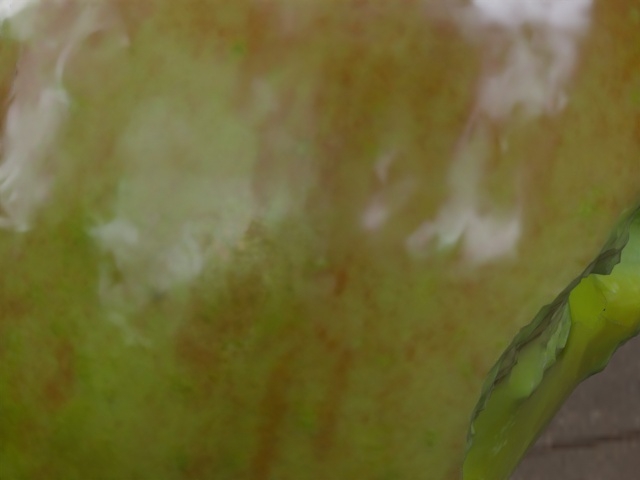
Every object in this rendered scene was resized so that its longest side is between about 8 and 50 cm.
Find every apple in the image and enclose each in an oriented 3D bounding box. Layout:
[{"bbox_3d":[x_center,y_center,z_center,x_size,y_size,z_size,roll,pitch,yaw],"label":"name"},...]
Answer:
[{"bbox_3d":[0.000,0.000,0.537,0.246,0.226,0.246,15,-1,0],"label":"apple"}]
